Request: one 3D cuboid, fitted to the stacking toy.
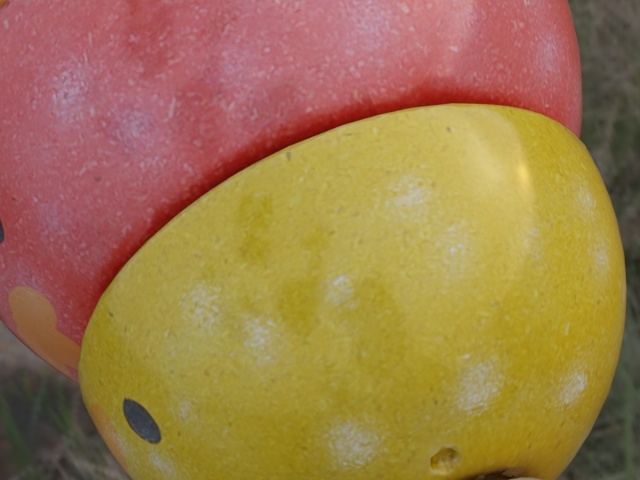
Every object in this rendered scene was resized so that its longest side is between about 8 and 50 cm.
[{"bbox_3d":[0.000,0.000,0.695,0.351,0.350,0.480,-26,57,-1],"label":"stacking toy"}]
